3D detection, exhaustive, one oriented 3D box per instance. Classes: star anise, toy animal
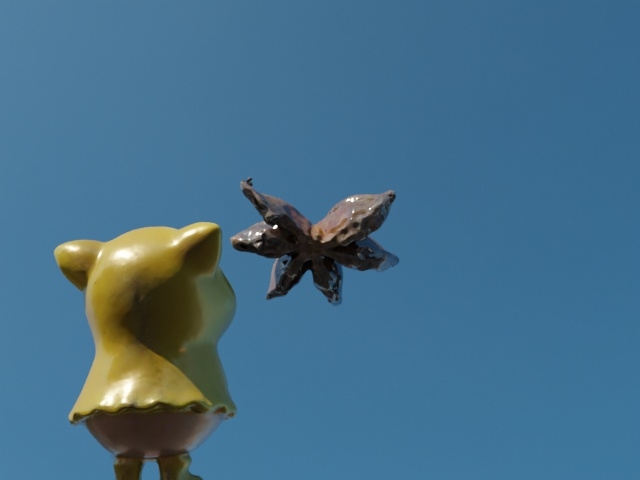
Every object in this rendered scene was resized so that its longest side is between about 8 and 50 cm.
[{"bbox_3d":[-0.005,0.014,1.145,0.207,0.063,0.172,5,-59,-7],"label":"star anise"},{"bbox_3d":[-0.144,0.101,0.815,0.156,0.156,0.230,-8,-99,14],"label":"toy animal"}]
